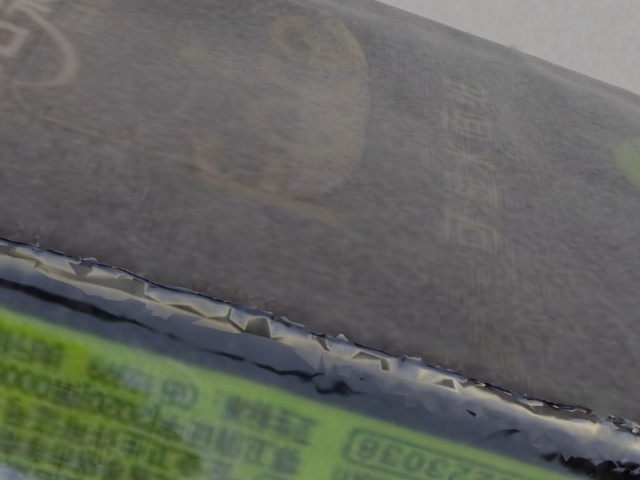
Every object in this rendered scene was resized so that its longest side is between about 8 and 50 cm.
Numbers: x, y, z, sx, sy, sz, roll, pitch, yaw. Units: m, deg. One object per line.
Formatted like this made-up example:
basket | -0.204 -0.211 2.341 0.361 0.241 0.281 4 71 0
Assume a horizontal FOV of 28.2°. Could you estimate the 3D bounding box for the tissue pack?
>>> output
tissue pack | 0.000 0.000 0.509 0.394 0.288 0.124 18 121 -5
